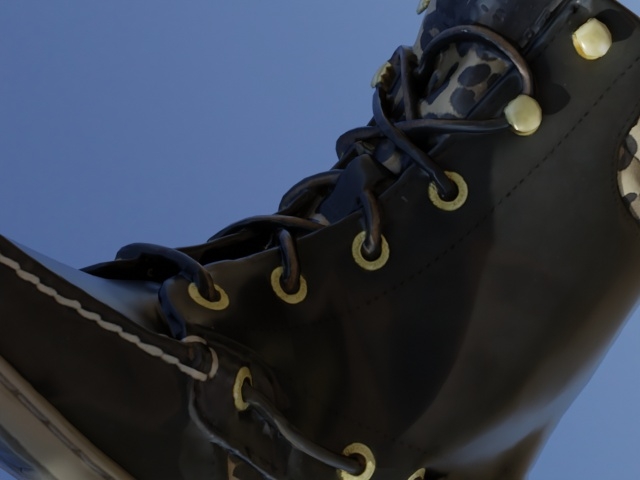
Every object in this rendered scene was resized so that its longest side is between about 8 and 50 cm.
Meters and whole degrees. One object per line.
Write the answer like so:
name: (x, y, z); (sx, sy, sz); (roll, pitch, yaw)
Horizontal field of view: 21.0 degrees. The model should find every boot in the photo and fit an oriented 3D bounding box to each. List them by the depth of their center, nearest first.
boot: (0.000, 0.000, 0.680); (0.377, 0.138, 0.284); (41, -101, -36)
